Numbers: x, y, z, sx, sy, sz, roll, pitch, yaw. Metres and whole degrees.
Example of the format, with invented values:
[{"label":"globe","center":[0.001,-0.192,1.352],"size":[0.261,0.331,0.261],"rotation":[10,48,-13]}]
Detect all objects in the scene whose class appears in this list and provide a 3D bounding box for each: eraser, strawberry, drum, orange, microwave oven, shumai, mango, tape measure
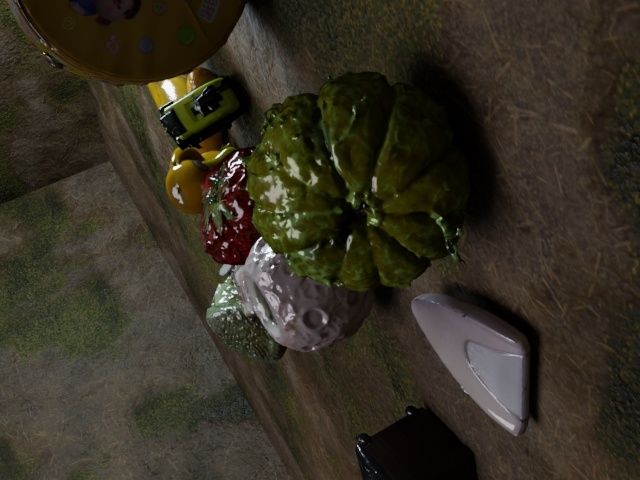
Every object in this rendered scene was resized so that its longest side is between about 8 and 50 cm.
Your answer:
[{"label":"eraser","center":[0.228,0.151,1.319],"size":[0.243,0.059,0.204],"rotation":[43,153,43]},{"label":"strawberry","center":[-0.145,-0.068,1.881],"size":[0.274,0.220,0.274],"rotation":[-37,46,51]},{"label":"drum","center":[-0.346,-0.478,1.536],"size":[0.214,0.431,0.431],"rotation":[23,136,67]},{"label":"orange","center":[-0.280,-0.369,2.079],"size":[0.083,0.070,0.083],"rotation":[171,90,-67]},{"label":"microwave oven","center":[0.183,0.483,1.689],"size":[0.178,0.188,0.248],"rotation":[42,152,53]},{"label":"shumai","center":[-0.177,0.203,2.479],"size":[0.260,0.222,0.225],"rotation":[38,138,-13]},{"label":"mango","center":[-0.343,-0.331,2.240],"size":[0.295,0.120,0.177],"rotation":[61,170,18]},{"label":"tape measure","center":[-0.254,-0.279,1.930],"size":[0.112,0.186,0.199],"rotation":[55,178,-4]},{"label":"orange","center":[0.048,-0.072,1.174],"size":[0.223,0.301,0.300],"rotation":[-77,-37,-71]}]

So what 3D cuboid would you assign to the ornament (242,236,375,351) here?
[{"label":"ornament","center":[-0.014,0.076,1.645],"size":[0.259,0.225,0.259],"rotation":[53,159,31]}]

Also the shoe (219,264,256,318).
[{"label":"shoe","center":[-0.145,0.075,2.122],"size":[0.198,0.171,0.351],"rotation":[68,161,0]}]

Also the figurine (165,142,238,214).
[{"label":"figurine","center":[-0.259,-0.137,2.075],"size":[0.228,0.215,0.215],"rotation":[126,118,-86]}]
